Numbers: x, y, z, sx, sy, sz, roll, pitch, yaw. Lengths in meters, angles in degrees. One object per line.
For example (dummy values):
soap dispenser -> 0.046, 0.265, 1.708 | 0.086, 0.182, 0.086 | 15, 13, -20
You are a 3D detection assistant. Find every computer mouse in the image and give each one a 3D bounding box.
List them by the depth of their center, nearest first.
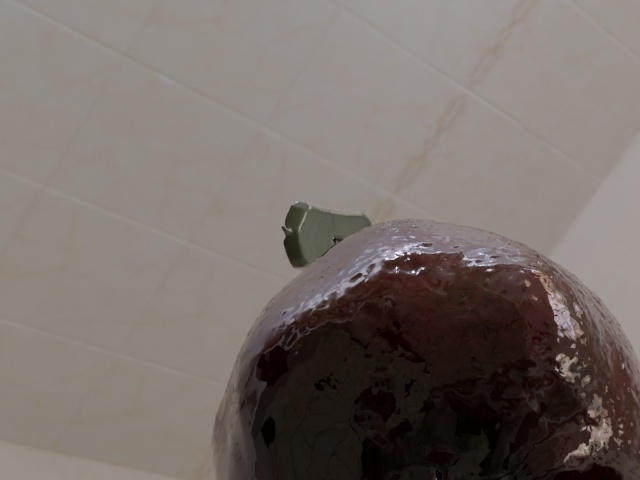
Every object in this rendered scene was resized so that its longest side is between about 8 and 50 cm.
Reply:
computer mouse -> 0.000, 0.000, 0.933 | 0.032, 0.110, 0.056 | -3, -100, 40

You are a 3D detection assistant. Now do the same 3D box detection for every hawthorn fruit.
hawthorn fruit -> 0.054, 0.089, 0.605 | 0.215, 0.215, 0.250 | -60, -176, 7
